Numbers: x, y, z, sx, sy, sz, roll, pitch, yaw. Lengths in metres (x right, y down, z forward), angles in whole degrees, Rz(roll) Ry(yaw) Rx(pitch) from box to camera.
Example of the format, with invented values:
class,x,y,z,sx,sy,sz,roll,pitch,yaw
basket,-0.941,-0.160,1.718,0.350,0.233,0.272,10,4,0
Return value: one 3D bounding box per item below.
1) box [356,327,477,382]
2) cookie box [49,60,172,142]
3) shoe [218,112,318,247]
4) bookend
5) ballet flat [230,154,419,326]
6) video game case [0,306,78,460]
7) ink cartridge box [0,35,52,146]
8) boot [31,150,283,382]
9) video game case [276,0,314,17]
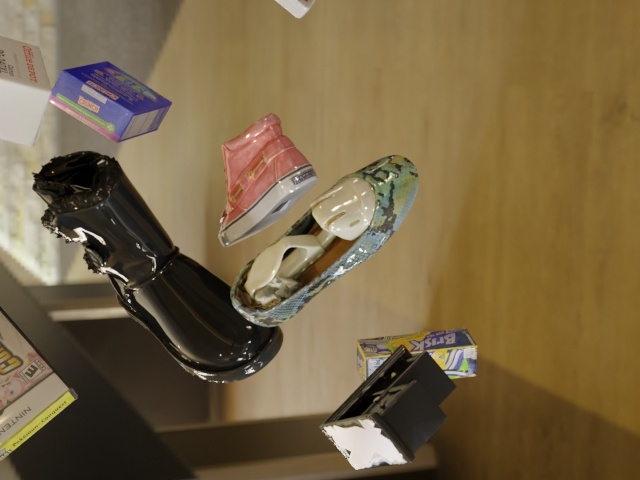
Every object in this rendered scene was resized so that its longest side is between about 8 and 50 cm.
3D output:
class,x,y,z,sx,sy,sz,roll,pitch,yaw
box,0.140,0.171,1.899,0.059,0.169,0.054,-117,25,-63
cookie box,-0.222,-0.148,1.378,0.040,0.092,0.107,-60,-8,18
shoe,-0.068,-0.058,1.291,0.081,0.063,0.178,60,147,6
bookend,0.100,0.190,1.540,0.072,0.156,0.157,50,156,-5
ballet flat,0.000,0.000,1.045,0.188,0.070,0.070,-46,40,12
video game case,-0.520,0.208,1.837,0.275,0.248,0.035,42,164,28
ink cartridge box,-0.328,-0.150,1.183,0.063,0.150,0.109,-66,28,23
boot,-0.166,0.021,1.264,0.246,0.094,0.207,27,157,44
video game case,-0.092,-0.404,1.482,0.025,0.285,0.204,-38,18,48
